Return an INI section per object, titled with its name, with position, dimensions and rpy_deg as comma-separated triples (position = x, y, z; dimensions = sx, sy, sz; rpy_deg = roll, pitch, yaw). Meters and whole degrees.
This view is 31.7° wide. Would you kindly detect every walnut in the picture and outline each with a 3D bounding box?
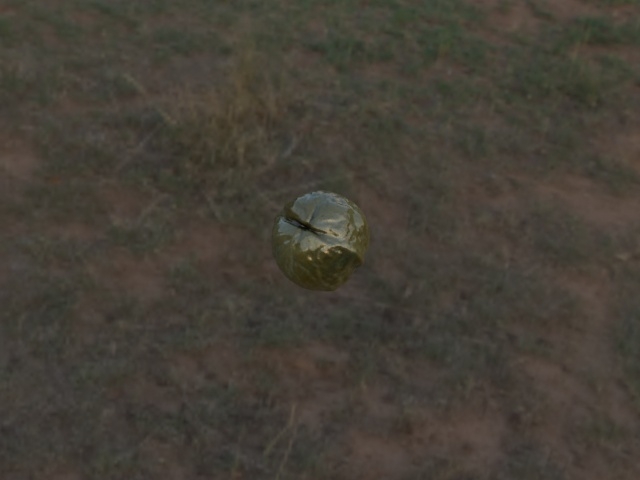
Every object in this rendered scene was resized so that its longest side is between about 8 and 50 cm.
[walnut]
position = 0.000, 0.000, 0.941
dimensions = 0.092, 0.092, 0.092
rpy_deg = 7, 30, -4
